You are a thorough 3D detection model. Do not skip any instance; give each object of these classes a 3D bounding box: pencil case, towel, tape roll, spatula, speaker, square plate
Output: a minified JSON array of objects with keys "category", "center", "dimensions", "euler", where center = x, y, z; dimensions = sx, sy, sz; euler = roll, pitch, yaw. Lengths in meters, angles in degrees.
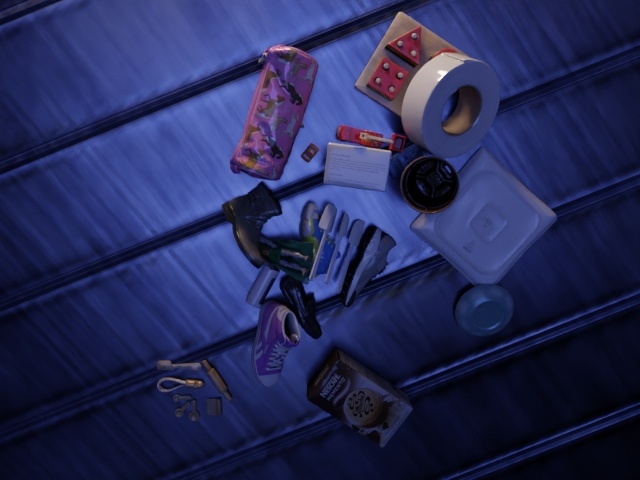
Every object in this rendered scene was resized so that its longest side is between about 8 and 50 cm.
[{"category":"pencil case","center":[-0.137,-0.361,1.556],"dimensions":[0.167,0.160,0.385],"euler":[19,99,2]},{"category":"towel","center":[0.261,-0.246,1.662],"dimensions":[0.120,0.029,0.067],"euler":[-30,100,2]},{"category":"tape roll","center":[0.374,-0.385,1.540],"dimensions":[0.287,0.100,0.286],"euler":[-16,127,-23]},{"category":"spatula","center":[0.044,0.026,1.633],"dimensions":[0.168,0.019,0.241],"euler":[26,79,-40]},{"category":"speaker","center":[-0.181,0.140,1.687],"dimensions":[0.055,0.055,0.136],"euler":[28,96,-7]},{"category":"square plate","center":[0.524,-0.055,1.698],"dimensions":[0.347,0.049,0.344],"euler":[41,94,-9]}]

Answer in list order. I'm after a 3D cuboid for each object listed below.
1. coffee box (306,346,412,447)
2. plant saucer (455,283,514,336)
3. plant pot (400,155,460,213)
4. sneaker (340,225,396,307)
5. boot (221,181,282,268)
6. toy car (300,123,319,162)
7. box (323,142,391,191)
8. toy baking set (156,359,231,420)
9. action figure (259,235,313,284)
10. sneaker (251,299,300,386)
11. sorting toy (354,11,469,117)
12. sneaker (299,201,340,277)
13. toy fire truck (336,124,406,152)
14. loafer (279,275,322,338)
[{"category":"coffee box","center":[0.122,0.503,1.731],"dimensions":[0.297,0.119,0.168],"euler":[34,97,-8]},{"category":"plant saucer","center":[0.535,0.235,1.734],"dimensions":[0.195,0.037,0.194],"euler":[-1,111,-2]},{"category":"plant pot","center":[0.332,-0.173,1.594],"dimensions":[0.167,0.165,0.166],"euler":[4,103,16]},{"category":"sneaker","center":[0.147,0.094,1.678],"dimensions":[0.108,0.100,0.271],"euler":[26,98,-15]},{"category":"boot","center":[-0.182,-0.052,1.601],"dimensions":[0.161,0.083,0.246],"euler":[-28,70,3]},{"category":"toy car","center":[-0.052,-0.298,1.630],"dimensions":[0.060,0.040,0.122],"euler":[-33,100,2]},{"category":"box","center":[0.109,-0.214,1.571],"dimensions":[0.181,0.182,0.118],"euler":[9,99,4]},{"category":"toy baking set","center":[-0.415,0.479,1.741],"dimensions":[0.197,0.030,0.256],"euler":[-26,100,1]},{"category":"action figure","center":[-0.135,0.042,1.636],"dimensions":[0.232,0.063,0.137],"euler":[18,110,24]},{"category":"sneaker","center":[-0.133,0.338,1.659],"dimensions":[0.102,0.161,0.281],"euler":[-5,103,-36]},{"category":"sorting toy","center":[0.278,-0.502,1.591],"dimensions":[0.257,0.089,0.255],"euler":[31,96,-7]},{"category":"sneaker","center":[0.000,0.000,1.668],"dimensions":[0.126,0.091,0.239],"euler":[0,107,-15]},{"category":"toy fire truck","center":[0.145,-0.303,1.592],"dimensions":[0.192,0.135,0.047],"euler":[11,98,-5]},{"category":"loafer","center":[-0.048,0.208,1.694],"dimensions":[0.078,0.076,0.223],"euler":[-28,96,9]}]
